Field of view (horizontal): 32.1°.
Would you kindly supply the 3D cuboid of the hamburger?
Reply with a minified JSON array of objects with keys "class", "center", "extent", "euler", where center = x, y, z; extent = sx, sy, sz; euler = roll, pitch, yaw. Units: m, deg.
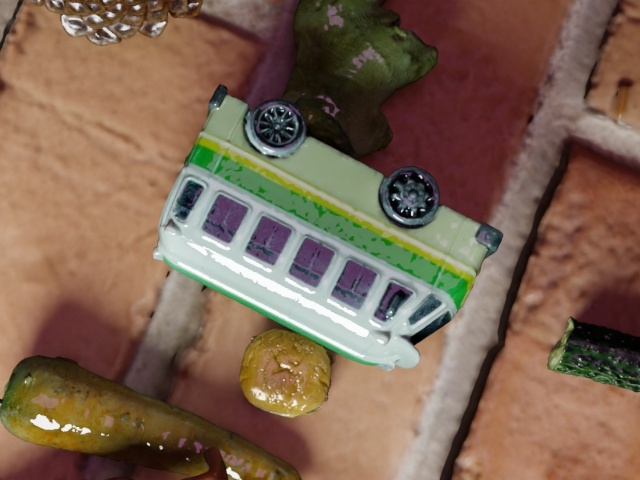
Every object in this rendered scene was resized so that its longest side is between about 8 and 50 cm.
[{"class":"hamburger","center":[-0.030,0.118,0.991],"extent":[0.083,0.044,0.076],"euler":[8,77,-4]}]

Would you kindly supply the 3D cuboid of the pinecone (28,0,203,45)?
[{"class":"pinecone","center":[-0.181,-0.285,0.987],"extent":[0.208,0.208,0.207],"euler":[2,78,-8]}]

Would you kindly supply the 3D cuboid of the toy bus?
[{"class":"toy bus","center":[0.000,0.000,0.974],"extent":[0.276,0.133,0.164],"euler":[28,76,0]}]

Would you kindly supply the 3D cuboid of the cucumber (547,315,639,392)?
[{"class":"cucumber","center":[0.307,0.121,1.031],"extent":[0.187,0.058,0.058],"euler":[18,77,-5]}]

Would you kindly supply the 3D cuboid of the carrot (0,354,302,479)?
[{"class":"carrot","center":[-0.128,0.175,0.957],"extent":[0.298,0.078,0.078],"euler":[22,76,-9]}]

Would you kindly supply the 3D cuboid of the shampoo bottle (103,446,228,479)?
[{"class":"shampoo bottle","center":[-0.189,0.239,0.895],"extent":[0.244,0.085,0.085],"euler":[-22,82,2]}]

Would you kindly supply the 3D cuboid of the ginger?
[{"class":"ginger","center":[0.046,-0.214,1.051],"extent":[0.137,0.089,0.289],"euler":[4,73,11]}]
